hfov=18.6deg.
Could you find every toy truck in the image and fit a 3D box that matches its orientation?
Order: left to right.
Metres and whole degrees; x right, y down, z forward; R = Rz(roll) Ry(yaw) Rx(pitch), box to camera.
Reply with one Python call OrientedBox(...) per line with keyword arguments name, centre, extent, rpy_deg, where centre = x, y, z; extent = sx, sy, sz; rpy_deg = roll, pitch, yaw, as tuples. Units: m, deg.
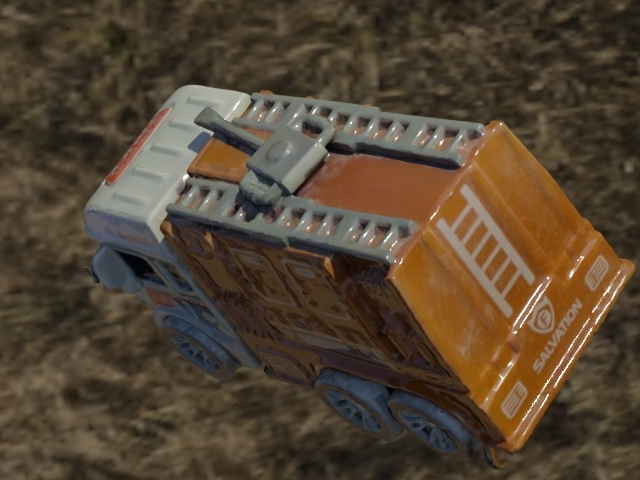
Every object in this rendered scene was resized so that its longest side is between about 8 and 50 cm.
OrientedBox(name="toy truck", centre=(0.000, 0.000, 1.340), extent=(0.388, 0.207, 0.173), rpy_deg=(12, 59, 48))

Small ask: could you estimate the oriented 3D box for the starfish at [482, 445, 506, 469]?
OrientedBox(name="starfish", centre=(0.192, 0.119, 1.977), extent=(0.057, 0.238, 0.213), rpy_deg=(19, 129, -2))
